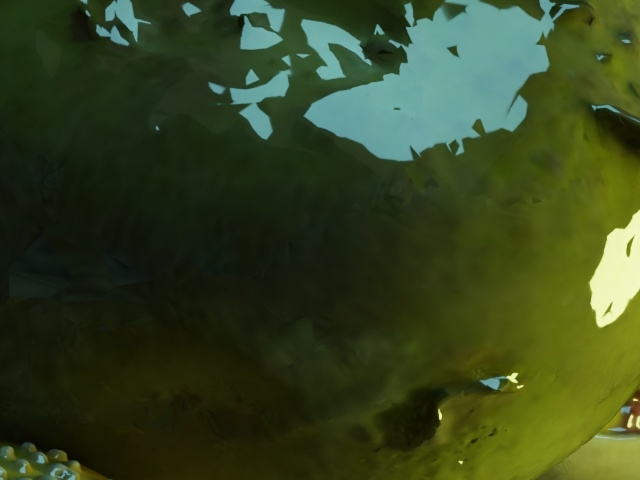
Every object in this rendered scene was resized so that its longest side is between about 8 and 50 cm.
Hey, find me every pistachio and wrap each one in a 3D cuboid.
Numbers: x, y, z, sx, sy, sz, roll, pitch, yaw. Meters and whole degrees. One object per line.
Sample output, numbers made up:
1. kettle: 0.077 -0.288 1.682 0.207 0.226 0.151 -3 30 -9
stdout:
1. pistachio: 0.187 0.131 1.038 0.200 0.117 0.145 5 -14 -30

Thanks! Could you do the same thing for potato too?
1. potato: -0.042 -0.038 0.720 0.442 0.385 0.319 4 14 10

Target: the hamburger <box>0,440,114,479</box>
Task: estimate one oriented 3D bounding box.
1. hamburger: -0.120 0.144 0.573 0.162 0.115 0.162 21 16 -6
